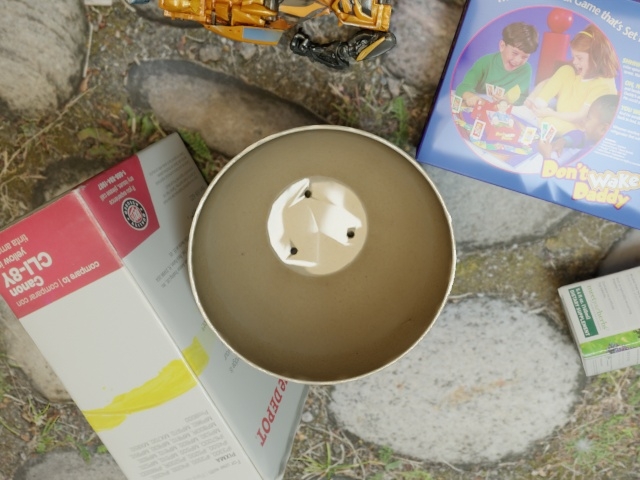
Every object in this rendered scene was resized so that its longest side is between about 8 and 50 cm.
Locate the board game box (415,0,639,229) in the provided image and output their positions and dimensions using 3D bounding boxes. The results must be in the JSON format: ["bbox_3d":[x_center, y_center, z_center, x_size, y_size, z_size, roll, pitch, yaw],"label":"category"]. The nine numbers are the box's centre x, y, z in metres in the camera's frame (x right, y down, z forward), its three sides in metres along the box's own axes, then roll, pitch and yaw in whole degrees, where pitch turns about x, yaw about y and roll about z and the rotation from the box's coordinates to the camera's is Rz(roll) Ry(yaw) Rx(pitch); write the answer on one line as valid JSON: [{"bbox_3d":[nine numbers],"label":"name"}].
[{"bbox_3d":[0.310,-0.156,0.811,0.347,0.078,0.233,18,110,2],"label":"board game box"}]

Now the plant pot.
[{"bbox_3d":[0.000,0.000,0.841,0.284,0.191,0.284,0,103,-1],"label":"plant pot"}]

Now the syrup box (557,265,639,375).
[{"bbox_3d":[0.418,0.079,0.847,0.237,0.093,0.096,-18,149,15],"label":"syrup box"}]

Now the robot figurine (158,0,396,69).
[{"bbox_3d":[-0.033,-0.308,0.809,0.291,0.085,0.211,9,111,6],"label":"robot figurine"}]

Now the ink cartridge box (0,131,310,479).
[{"bbox_3d":[-0.184,0.096,0.866,0.160,0.279,0.385,-26,103,17],"label":"ink cartridge box"}]

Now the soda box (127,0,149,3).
[{"bbox_3d":[-0.256,-0.370,0.837,0.063,0.058,0.183,-38,99,18],"label":"soda box"}]
